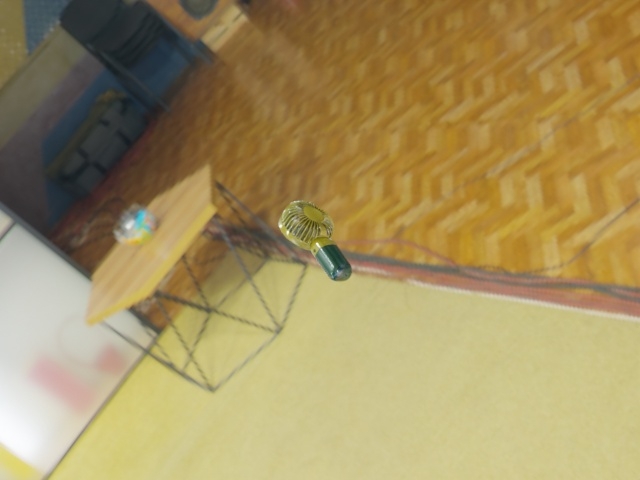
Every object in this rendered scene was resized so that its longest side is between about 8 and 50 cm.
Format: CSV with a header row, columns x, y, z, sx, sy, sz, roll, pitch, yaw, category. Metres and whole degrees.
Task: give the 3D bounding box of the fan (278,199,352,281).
x,y,z,sx,sy,sz,roll,pitch,yaw,category
0.000,0.000,1.490,0.155,0.082,0.039,54,127,32,fan
